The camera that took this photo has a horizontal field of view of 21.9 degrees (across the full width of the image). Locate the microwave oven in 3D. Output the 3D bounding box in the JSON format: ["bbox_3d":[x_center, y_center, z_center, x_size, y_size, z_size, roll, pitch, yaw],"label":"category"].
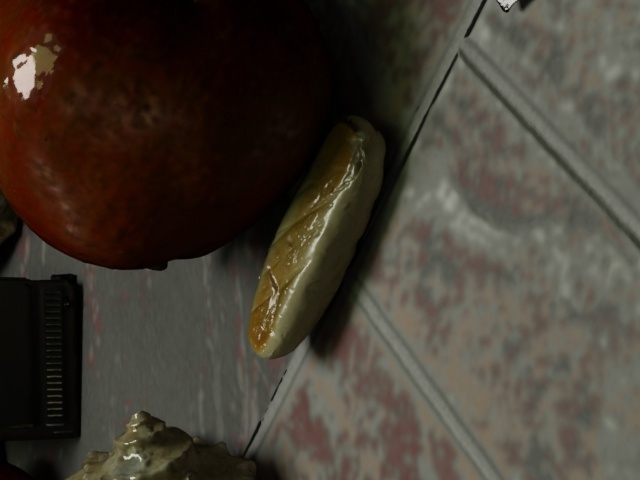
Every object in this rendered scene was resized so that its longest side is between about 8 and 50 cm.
[{"bbox_3d":[-0.392,0.122,1.699,0.188,0.247,0.178,-6,83,55],"label":"microwave oven"}]

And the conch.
[{"bbox_3d":[-0.181,0.298,1.420,0.297,0.210,0.352,-134,59,-65],"label":"conch"}]

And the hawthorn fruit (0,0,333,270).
[{"bbox_3d":[-0.148,-0.119,1.348,0.311,0.295,0.295,-43,51,32],"label":"hawthorn fruit"}]

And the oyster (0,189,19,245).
[{"bbox_3d":[-0.411,-0.023,1.865,0.341,0.110,0.166,-47,44,45],"label":"oyster"}]

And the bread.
[{"bbox_3d":[0.000,-0.001,1.321,0.073,0.053,0.214,45,118,45],"label":"bread"}]

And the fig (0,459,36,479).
[{"bbox_3d":[-0.326,0.300,1.667,0.207,0.175,0.175,-13,74,38],"label":"fig"}]

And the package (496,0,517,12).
[{"bbox_3d":[0.135,-0.319,1.169,0.204,0.062,0.250,-48,52,42],"label":"package"}]
